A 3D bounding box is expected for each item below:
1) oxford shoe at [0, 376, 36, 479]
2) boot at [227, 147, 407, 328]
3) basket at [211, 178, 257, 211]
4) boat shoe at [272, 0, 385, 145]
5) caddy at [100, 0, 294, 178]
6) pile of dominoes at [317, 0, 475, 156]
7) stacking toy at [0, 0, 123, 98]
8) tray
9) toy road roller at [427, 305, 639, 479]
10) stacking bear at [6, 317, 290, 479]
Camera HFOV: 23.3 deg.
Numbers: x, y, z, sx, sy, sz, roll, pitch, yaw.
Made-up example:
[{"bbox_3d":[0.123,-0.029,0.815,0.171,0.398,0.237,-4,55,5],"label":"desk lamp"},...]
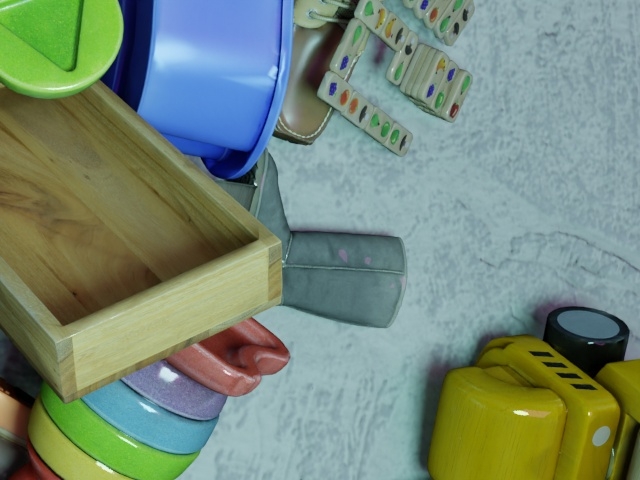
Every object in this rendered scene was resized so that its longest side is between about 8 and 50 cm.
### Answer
[{"bbox_3d":[-0.413,0.130,1.367,0.363,0.130,0.133,33,86,-22],"label":"oxford shoe"},{"bbox_3d":[-0.001,-0.002,1.639,0.208,0.076,0.190,4,103,-24],"label":"boot"},{"bbox_3d":[-0.171,0.047,1.498,0.204,0.154,0.227,7,90,-34],"label":"basket"},{"bbox_3d":[0.009,-0.262,1.615,0.122,0.120,0.324,17,82,-30],"label":"boat shoe"},{"bbox_3d":[-0.109,-0.231,1.476,0.179,0.241,0.341,4,88,-24],"label":"caddy"},{"bbox_3d":[0.099,-0.197,1.633,0.196,0.040,0.251,-66,154,-2],"label":"pile of dominoes"},{"bbox_3d":[-0.336,-0.215,1.386,0.309,0.130,0.279,-25,83,-20],"label":"stacking toy"},{"bbox_3d":[-0.234,-0.042,1.322,0.203,0.411,0.076,-25,135,-28],"label":"tray"},{"bbox_3d":[0.266,0.226,1.658,0.240,0.329,0.202,-6,117,-29],"label":"toy road roller"},{"bbox_3d":[-0.183,0.175,1.364,0.164,0.175,0.289,37,102,7],"label":"stacking bear"}]
